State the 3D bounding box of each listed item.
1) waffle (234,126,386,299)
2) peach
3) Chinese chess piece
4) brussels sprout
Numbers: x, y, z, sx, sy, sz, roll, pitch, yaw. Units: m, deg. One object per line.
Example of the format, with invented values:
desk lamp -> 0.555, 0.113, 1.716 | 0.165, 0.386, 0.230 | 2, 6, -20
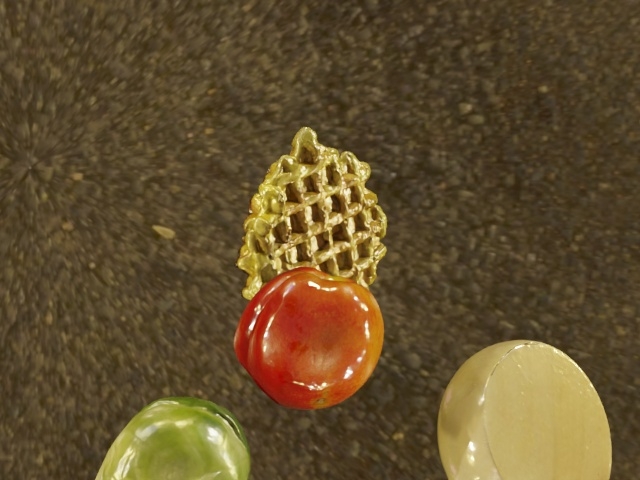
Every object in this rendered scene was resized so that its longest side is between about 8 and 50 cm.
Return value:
waffle -> 0.000, 0.000, 1.381 | 0.238, 0.059, 0.243 | 40, 66, -44
peach -> -0.007, 0.069, 0.782 | 0.101, 0.101, 0.100 | -1, 94, -14
Chinese chess piece -> 0.263, 0.253, 1.489 | 0.251, 0.097, 0.250 | 14, 65, -33
brussels sprout -> -0.173, 0.255, 1.341 | 0.183, 0.131, 0.145 | -8, 117, -10
